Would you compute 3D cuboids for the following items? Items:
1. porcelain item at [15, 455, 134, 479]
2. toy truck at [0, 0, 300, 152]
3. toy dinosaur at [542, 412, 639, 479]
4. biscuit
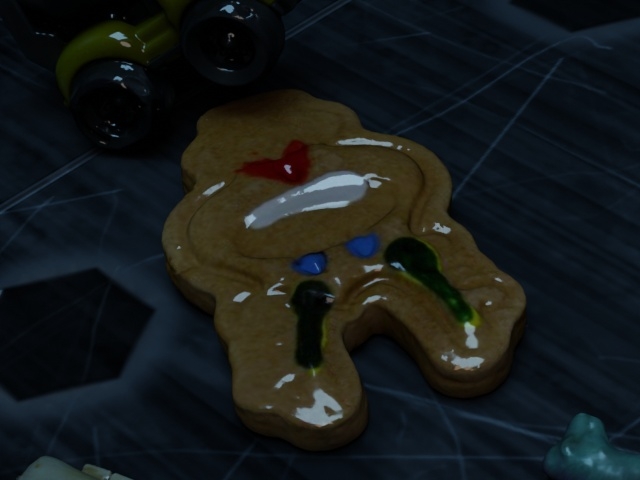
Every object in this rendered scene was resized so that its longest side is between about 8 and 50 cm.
[{"bbox_3d":[-0.074,0.174,1.063,0.213,0.054,0.084,10,46,21],"label":"porcelain item"},{"bbox_3d":[-0.120,-0.183,1.371,0.224,0.165,0.147,-24,29,34],"label":"toy truck"},{"bbox_3d":[0.278,0.212,0.948,0.331,0.129,0.383,-12,41,14],"label":"toy dinosaur"},{"bbox_3d":[0.000,0.000,1.262,0.202,0.047,0.334,-17,40,-10],"label":"biscuit"}]
